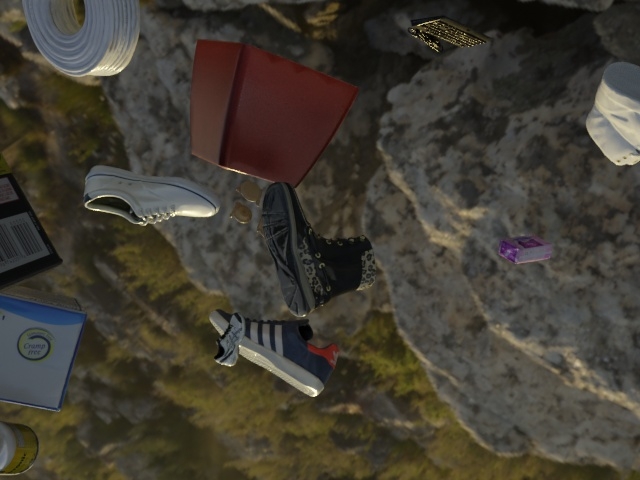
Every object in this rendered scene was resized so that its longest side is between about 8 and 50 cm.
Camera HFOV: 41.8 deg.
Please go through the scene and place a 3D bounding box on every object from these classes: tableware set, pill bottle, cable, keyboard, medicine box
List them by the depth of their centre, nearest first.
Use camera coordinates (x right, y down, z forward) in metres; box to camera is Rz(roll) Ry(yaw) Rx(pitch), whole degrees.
[{"bbox_3d":[-0.394,0.252,1.022,0.065,0.065,0.116,32,169,13],"label":"pill bottle"},{"bbox_3d":[-0.503,0.135,1.249,0.264,0.149,0.289,15,176,-18],"label":"medicine box"},{"bbox_3d":[-0.435,-0.426,1.522,0.257,0.089,0.257,52,128,10],"label":"cable"},{"bbox_3d":[0.239,-0.380,1.579,0.100,0.192,0.038,2,89,39],"label":"keyboard"},{"bbox_3d":[-0.165,-0.081,2.272,0.169,0.141,0.020,33,142,-12],"label":"tableware set"}]

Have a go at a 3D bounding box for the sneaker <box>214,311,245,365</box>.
[{"bbox_3d":[-0.139,0.149,1.275,0.037,0.083,0.032,13,175,-31],"label":"sneaker"}]

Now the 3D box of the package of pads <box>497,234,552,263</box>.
[{"bbox_3d":[0.348,0.015,1.426,0.050,0.083,0.031,35,124,49],"label":"package of pads"}]

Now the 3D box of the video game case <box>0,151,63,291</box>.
[{"bbox_3d":[-0.367,-0.051,0.711,0.035,0.275,0.248,-27,93,21],"label":"video game case"}]

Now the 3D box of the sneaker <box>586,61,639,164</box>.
[{"bbox_3d":[0.613,-0.181,1.489,0.292,0.108,0.169,39,156,20],"label":"sneaker"}]

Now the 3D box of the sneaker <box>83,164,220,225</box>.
[{"bbox_3d":[-0.323,-0.069,1.601,0.258,0.091,0.094,9,148,-4],"label":"sneaker"}]

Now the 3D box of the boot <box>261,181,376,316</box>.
[{"bbox_3d":[-0.001,0.001,1.492,0.085,0.179,0.236,-8,95,53],"label":"boot"}]

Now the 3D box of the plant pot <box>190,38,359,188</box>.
[{"bbox_3d":[-0.123,-0.251,1.713,0.267,0.235,0.267,15,-174,-31],"label":"plant pot"}]

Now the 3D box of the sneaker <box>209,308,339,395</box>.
[{"bbox_3d":[-0.107,0.234,2.041,0.350,0.148,0.131,29,160,23],"label":"sneaker"}]
